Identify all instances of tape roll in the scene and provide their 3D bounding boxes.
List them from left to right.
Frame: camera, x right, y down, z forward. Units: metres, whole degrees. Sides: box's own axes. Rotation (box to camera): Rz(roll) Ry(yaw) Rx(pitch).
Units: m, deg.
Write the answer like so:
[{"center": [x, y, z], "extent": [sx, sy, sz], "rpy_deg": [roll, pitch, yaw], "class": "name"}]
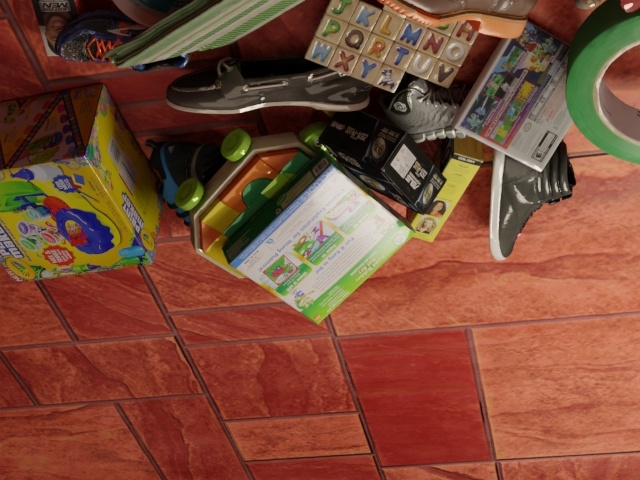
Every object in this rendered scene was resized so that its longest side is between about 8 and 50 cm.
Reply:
[{"center": [0.536, -0.246, 1.791], "extent": [0.321, 0.077, 0.321], "rpy_deg": [9, 141, 7], "class": "tape roll"}]

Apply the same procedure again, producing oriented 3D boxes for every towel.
[{"center": [-0.130, -0.327, 1.695], "extent": [0.248, 0.325, 0.038], "rpy_deg": [-23, 93, 32], "class": "towel"}]

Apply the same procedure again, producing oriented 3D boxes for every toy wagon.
[{"center": [-0.072, -0.089, 2.031], "extent": [0.344, 0.068, 0.267], "rpy_deg": [-46, 129, 14], "class": "toy wagon"}]

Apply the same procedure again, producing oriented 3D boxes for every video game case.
[{"center": [0.334, -0.232, 1.895], "extent": [0.183, 0.023, 0.201], "rpy_deg": [24, 106, -23], "class": "video game case"}]

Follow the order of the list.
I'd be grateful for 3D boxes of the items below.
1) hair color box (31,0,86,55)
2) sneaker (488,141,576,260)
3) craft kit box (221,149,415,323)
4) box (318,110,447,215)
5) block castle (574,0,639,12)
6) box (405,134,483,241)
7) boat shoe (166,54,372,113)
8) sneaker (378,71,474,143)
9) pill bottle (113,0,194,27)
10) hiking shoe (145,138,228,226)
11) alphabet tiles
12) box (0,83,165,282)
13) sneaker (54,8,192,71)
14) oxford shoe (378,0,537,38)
[{"center": [-0.407, -0.356, 1.858], "extent": [0.072, 0.043, 0.141], "rpy_deg": [-1, 141, 3], "class": "hair color box"}, {"center": [0.376, -0.066, 2.101], "extent": [0.147, 0.104, 0.296], "rpy_deg": [3, 137, 8], "class": "sneaker"}, {"center": [0.000, 0.000, 2.049], "extent": [0.250, 0.061, 0.246], "rpy_deg": [-43, 128, 11], "class": "craft kit box"}, {"center": [0.105, -0.134, 1.973], "extent": [0.147, 0.077, 0.180], "rpy_deg": [29, 173, 35], "class": "box"}, {"center": [0.289, -0.508, 1.423], "extent": [0.213, 0.303, 0.453], "rpy_deg": [-29, 131, 25], "class": "block castle"}, {"center": [0.217, -0.102, 2.088], "extent": [0.058, 0.087, 0.232], "rpy_deg": [15, 140, -10], "class": "box"}, {"center": [-0.082, -0.267, 1.905], "extent": [0.335, 0.112, 0.095], "rpy_deg": [-1, 122, -3], "class": "boat shoe"}, {"center": [0.200, -0.233, 1.932], "extent": [0.228, 0.086, 0.132], "rpy_deg": [-14, 135, 21], "class": "sneaker"}, {"center": [-0.193, -0.432, 1.668], "extent": [0.146, 0.146, 0.264], "rpy_deg": [22, 138, -21], "class": "pill bottle"}, {"center": [-0.222, -0.078, 2.155], "extent": [0.132, 0.113, 0.304], "rpy_deg": [16, 143, 20], "class": "hiking shoe"}, {"center": [0.122, -0.326, 1.826], "extent": [0.237, 0.009, 0.198], "rpy_deg": [19, 117, -17], "class": "alphabet tiles"}, {"center": [-0.462, -0.094, 2.079], "extent": [0.279, 0.177, 0.290], "rpy_deg": [-8, 139, 15], "class": "box"}, {"center": [-0.302, -0.306, 1.845], "extent": [0.221, 0.087, 0.083], "rpy_deg": [-6, 137, -11], "class": "sneaker"}, {"center": [0.180, -0.381, 1.665], "extent": [0.363, 0.130, 0.133], "rpy_deg": [-3, 131, -45], "class": "oxford shoe"}]
